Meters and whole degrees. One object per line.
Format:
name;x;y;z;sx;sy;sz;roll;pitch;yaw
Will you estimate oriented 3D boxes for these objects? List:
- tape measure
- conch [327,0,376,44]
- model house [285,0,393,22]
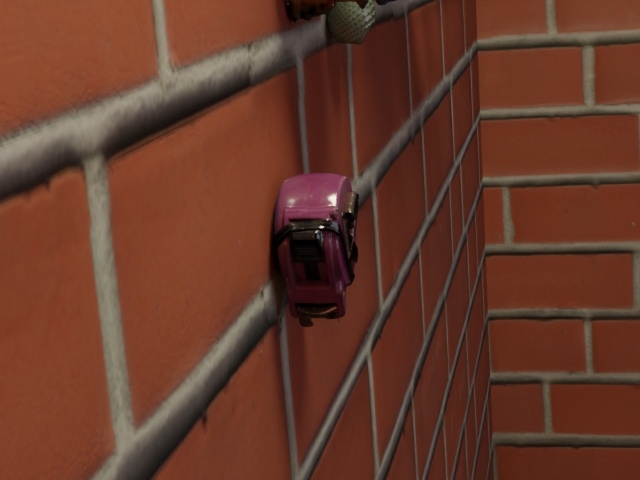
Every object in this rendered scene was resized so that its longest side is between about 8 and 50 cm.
tape measure;0.000;0.000;1.151;0.118;0.074;0.125;-78;164;-51
conch;0.034;-0.266;1.400;0.076;0.056;0.085;-97;-177;-77
model house;0.052;-0.328;1.200;0.183;0.172;0.166;-80;163;-45
